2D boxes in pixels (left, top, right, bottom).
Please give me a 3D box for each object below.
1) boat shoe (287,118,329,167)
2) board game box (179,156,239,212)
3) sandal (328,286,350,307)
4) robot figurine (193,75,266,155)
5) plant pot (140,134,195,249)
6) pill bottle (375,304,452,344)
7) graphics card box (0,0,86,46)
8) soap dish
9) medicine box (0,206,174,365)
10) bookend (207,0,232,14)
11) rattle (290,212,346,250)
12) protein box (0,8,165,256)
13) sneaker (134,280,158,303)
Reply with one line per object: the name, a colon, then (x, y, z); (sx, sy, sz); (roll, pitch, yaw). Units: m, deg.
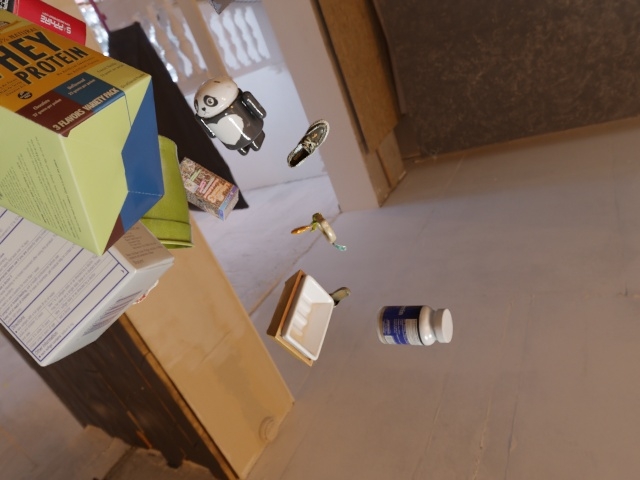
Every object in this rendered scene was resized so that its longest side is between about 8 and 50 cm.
boat shoe: (-0.045, -0.359, 1.545); (0.219, 0.078, 0.070); (-48, -162, 18)
board game box: (-0.564, -0.244, 2.013); (0.141, 0.291, 0.232); (-61, -174, -14)
sandal: (0.055, 0.264, 1.783); (0.180, 0.072, 0.049); (-34, -152, 26)
robot figurine: (-0.309, -0.425, 1.415); (0.209, 0.278, 0.173); (-39, -140, 0)
plant pot: (-0.598, -0.155, 1.331); (0.367, 0.352, 0.366); (-1, 176, 0)
pill bottle: (0.363, 0.328, 1.589); (0.265, 0.153, 0.153); (-6, -152, 32)
graphics card box: (-0.797, -0.557, 0.963); (0.371, 0.094, 0.233); (17, -167, 1)
soap dish: (-0.075, 0.294, 1.566); (0.118, 0.229, 0.290); (-10, -134, 36)
medicine box: (-0.486, 0.028, 0.772); (0.263, 0.289, 0.149); (-43, 180, 9)
bookend: (-0.270, -0.623, 0.938); (0.072, 0.156, 0.157); (-41, -161, 6)
rattle: (0.000, 0.000, 1.600); (0.130, 0.199, 0.143); (24, -117, 41)
protein box: (-0.324, -0.124, 0.499); (0.201, 0.199, 0.136); (25, -130, 5)
sneaker: (-0.778, 0.222, 1.810); (0.158, 0.061, 0.065); (-41, -178, -13)
